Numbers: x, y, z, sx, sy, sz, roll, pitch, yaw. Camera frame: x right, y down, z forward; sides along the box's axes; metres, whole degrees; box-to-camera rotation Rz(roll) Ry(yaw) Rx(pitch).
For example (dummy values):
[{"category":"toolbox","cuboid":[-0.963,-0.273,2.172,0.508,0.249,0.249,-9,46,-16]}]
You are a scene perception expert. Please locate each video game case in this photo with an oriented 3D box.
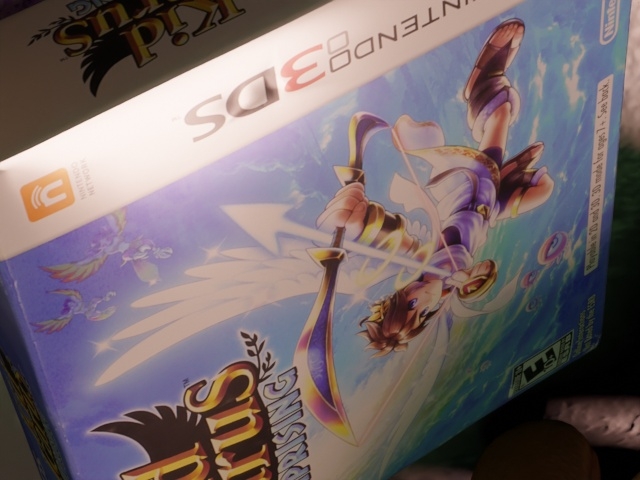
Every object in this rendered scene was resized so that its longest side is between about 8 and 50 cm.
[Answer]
[{"category":"video game case","cuboid":[0.000,0.000,0.579,0.244,0.061,0.269,-28,141,-18]}]

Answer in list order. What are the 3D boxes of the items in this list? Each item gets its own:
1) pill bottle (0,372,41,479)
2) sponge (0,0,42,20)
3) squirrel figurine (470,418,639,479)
[{"category":"pill bottle","cuboid":[-0.110,0.149,0.781,0.130,0.130,0.245,-9,139,5]},{"category":"sponge","cuboid":[-0.128,-0.049,0.547,0.210,0.031,0.117,-19,151,-29]},{"category":"squirrel figurine","cuboid":[0.157,0.260,0.728,0.370,0.397,0.281,-37,136,20]}]
